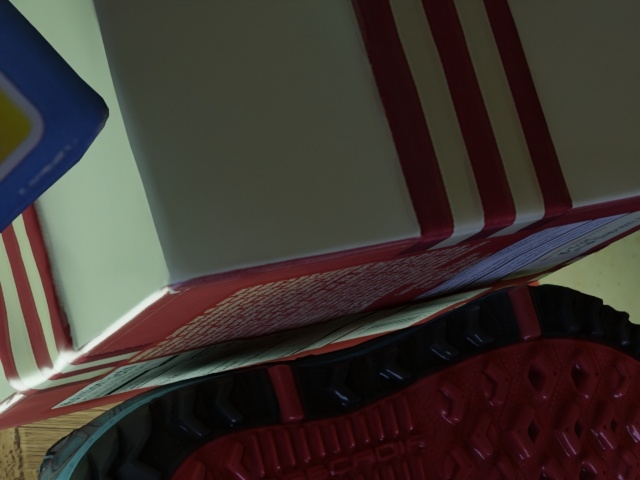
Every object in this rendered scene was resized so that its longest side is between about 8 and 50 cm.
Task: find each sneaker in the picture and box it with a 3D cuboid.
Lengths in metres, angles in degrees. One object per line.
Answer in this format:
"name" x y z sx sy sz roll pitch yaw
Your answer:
"sneaker" 0.013 0.073 0.657 0.262 0.104 0.125 -5 180 -26

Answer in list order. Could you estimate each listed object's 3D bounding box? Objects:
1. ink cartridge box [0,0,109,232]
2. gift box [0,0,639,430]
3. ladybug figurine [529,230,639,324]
"ink cartridge box" -0.259 -0.125 0.389 0.395 0.151 0.270 45 170 -21
"gift box" -0.020 -0.094 0.640 0.276 0.258 0.255 -11 169 -35
"ladybug figurine" 0.169 0.029 0.883 0.162 0.305 0.449 38 153 14
